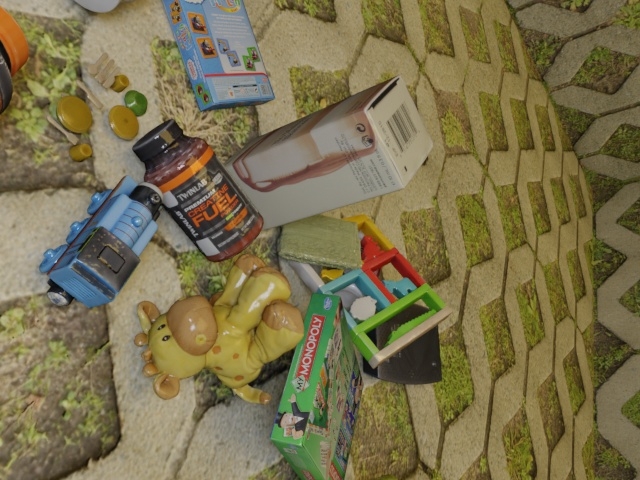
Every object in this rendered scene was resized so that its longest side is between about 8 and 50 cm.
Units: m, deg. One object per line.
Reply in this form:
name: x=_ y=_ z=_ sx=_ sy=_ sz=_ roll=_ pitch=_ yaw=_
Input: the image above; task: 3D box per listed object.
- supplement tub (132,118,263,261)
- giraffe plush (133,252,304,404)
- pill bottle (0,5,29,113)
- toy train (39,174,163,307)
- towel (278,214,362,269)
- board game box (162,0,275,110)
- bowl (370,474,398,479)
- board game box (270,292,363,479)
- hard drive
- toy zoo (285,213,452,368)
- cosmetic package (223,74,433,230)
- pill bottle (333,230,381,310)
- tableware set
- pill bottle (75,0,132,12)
supplement tub: x=-0.174 y=-0.071 z=0.800 sx=0.198 sy=0.106 sz=0.106 roll=54 pitch=42 yaw=-26
giraffe plush: x=-0.150 y=0.123 z=0.753 sx=0.170 sy=0.181 sz=0.210 roll=10 pitch=106 yaw=-40
pill bottle: x=-0.386 y=-0.137 z=0.529 sx=0.130 sy=0.130 sz=0.245 roll=51 pitch=44 yaw=-29
toy train: x=-0.251 y=-0.001 z=0.677 sx=0.080 sy=0.105 sz=0.184 roll=51 pitch=44 yaw=-30
towel: x=0.000 y=0.000 z=0.986 sx=0.148 sy=0.027 sz=0.110 roll=10 pitch=49 yaw=-13
board game box: x=-0.168 y=-0.327 z=0.942 sx=0.160 sy=0.039 sz=0.211 roll=-25 pitch=99 yaw=-53
bowl: x=0.063 y=0.517 z=0.847 sx=0.156 sy=0.289 sz=0.289 roll=-7 pitch=82 yaw=-11
board game box: x=0.010 y=0.252 z=0.866 sx=0.317 sy=0.046 sz=0.213 roll=75 pitch=27 yaw=-52
hard drive: x=0.172 y=0.215 z=1.191 sx=0.255 sy=0.054 sz=0.172 roll=17 pitch=66 yaw=-48
toy zoo: x=0.071 y=0.061 z=1.003 sx=0.192 sy=0.030 sz=0.293 roll=-25 pitch=65 yaw=-34
cosmetic package: x=0.003 y=-0.128 z=0.886 sx=0.129 sy=0.296 sz=0.153 roll=59 pitch=39 yaw=-19
pill bottle: x=0.072 y=0.055 z=1.088 sx=0.086 sy=0.086 sz=0.152 roll=52 pitch=44 yaw=-29
tableware set: x=-0.290 y=-0.168 z=0.751 sx=0.104 sy=0.024 sz=0.154 roll=50 pitch=43 yaw=-35
pill bottle: x=-0.263 y=-0.408 z=0.779 sx=0.121 sy=0.121 sz=0.216 roll=49 pitch=45 yaw=-31
